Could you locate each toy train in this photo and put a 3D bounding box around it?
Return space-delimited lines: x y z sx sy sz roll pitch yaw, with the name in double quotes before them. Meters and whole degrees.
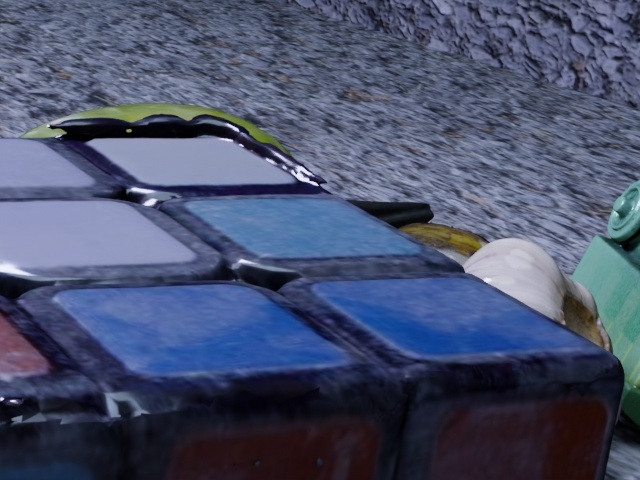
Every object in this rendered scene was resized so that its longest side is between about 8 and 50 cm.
"toy train" 0.331 0.060 1.585 0.120 0.202 0.301 25 12 -15

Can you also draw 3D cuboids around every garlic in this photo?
"garlic" 0.136 0.120 1.432 0.226 0.199 0.199 -23 3 24

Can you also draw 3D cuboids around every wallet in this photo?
"wallet" 0.000 0.000 1.787 0.168 0.052 0.245 -27 -15 38

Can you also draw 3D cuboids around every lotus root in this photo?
"lotus root" 0.114 0.042 1.694 0.209 0.120 0.120 13 16 28

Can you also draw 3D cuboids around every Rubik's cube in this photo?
"Rubik's cube" -0.122 0.158 0.726 0.362 0.359 0.363 0 20 -33

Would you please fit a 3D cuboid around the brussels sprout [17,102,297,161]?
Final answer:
"brussels sprout" -0.152 -0.002 1.483 0.328 0.247 0.328 -1 29 1
